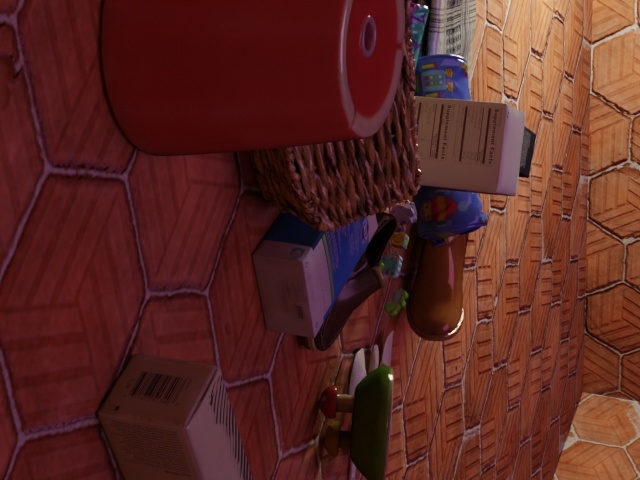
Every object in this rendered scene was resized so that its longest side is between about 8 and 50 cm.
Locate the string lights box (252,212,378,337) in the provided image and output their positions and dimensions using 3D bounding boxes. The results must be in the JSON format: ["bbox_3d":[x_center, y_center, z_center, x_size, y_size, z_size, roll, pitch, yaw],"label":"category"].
[{"bbox_3d":[0.000,0.000,1.746,0.259,0.077,0.133,-58,149,-47],"label":"string lights box"}]

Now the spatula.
[{"bbox_3d":[0.080,0.287,2.137,0.168,0.019,0.242,-28,126,-66],"label":"spatula"}]

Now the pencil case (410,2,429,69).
[{"bbox_3d":[0.127,-0.303,1.985,0.070,0.065,0.151,78,23,-76],"label":"pencil case"}]

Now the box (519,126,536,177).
[{"bbox_3d":[0.313,-0.177,2.376,0.158,0.156,0.093,6,92,-69],"label":"box"}]

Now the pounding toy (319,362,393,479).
[{"bbox_3d":[0.052,0.282,1.971,0.237,0.110,0.183,9,86,-89],"label":"pounding toy"}]

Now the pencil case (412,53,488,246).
[{"bbox_3d":[0.201,-0.148,2.047,0.133,0.119,0.306,0,80,-52],"label":"pencil case"}]

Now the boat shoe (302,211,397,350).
[{"bbox_3d":[0.049,0.052,1.863,0.095,0.095,0.257,67,36,-52],"label":"boat shoe"}]

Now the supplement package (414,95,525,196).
[{"bbox_3d":[0.174,-0.146,1.910,0.139,0.244,0.133,1,96,-68],"label":"supplement package"}]

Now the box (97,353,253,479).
[{"bbox_3d":[-0.150,0.257,1.407,0.094,0.113,0.275,-64,153,-42],"label":"box"}]

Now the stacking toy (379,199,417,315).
[{"bbox_3d":[0.118,0.004,2.096,0.167,0.052,0.221,44,58,-62],"label":"stacking toy"}]

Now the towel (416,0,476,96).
[{"bbox_3d":[0.236,-0.383,2.250,0.312,0.056,0.324,-27,121,-65],"label":"towel"}]

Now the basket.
[{"bbox_3d":[-0.020,-0.185,1.612,0.213,0.223,0.299,-24,126,-27],"label":"basket"}]

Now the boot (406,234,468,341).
[{"bbox_3d":[0.222,0.021,2.238,0.283,0.109,0.220,-67,164,-46],"label":"boot"}]

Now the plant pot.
[{"bbox_3d":[-0.056,-0.213,1.304,0.275,0.243,0.275,7,90,-68],"label":"plant pot"}]
